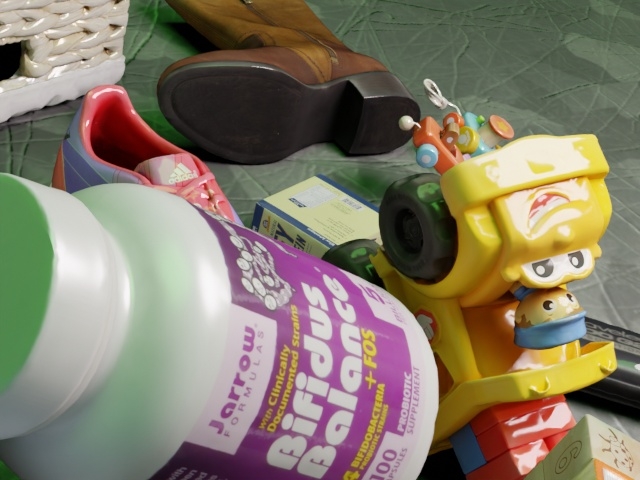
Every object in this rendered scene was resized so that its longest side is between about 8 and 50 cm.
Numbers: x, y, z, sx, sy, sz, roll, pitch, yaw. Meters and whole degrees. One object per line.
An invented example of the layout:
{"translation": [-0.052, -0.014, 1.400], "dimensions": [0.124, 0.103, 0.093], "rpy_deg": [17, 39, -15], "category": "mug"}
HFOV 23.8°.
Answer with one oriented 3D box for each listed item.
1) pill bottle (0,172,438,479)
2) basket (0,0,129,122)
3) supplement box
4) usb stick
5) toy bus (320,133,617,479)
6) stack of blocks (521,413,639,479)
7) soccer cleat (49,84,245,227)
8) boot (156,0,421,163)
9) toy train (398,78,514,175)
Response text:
{"translation": [-0.079, 0.066, 0.829], "dimensions": [0.301, 0.169, 0.169], "rpy_deg": [24, 15, -49], "category": "pill bottle"}
{"translation": [-0.361, -0.281, 1.266], "dimensions": [0.331, 0.266, 0.328], "rpy_deg": [36, 36, 27], "category": "basket"}
{"translation": [0.000, 0.000, 1.185], "dimensions": [0.083, 0.056, 0.083], "rpy_deg": [31, 35, 26], "category": "supplement box"}
{"translation": [0.184, 0.081, 1.144], "dimensions": [0.278, 0.045, 0.077], "rpy_deg": [16, 24, 3], "category": "usb stick"}
{"translation": [0.116, 0.064, 0.986], "dimensions": [0.149, 0.220, 0.211], "rpy_deg": [-11, 68, -31], "category": "toy bus"}
{"translation": [0.191, 0.245, 0.792], "dimensions": [0.171, 0.087, 0.297], "rpy_deg": [31, 29, -13], "category": "stack of blocks"}
{"translation": [-0.093, 0.008, 1.076], "dimensions": [0.109, 0.116, 0.318], "rpy_deg": [-12, 40, -37], "category": "soccer cleat"}
{"translation": [-0.076, -0.184, 1.412], "dimensions": [0.264, 0.096, 0.280], "rpy_deg": [-7, 36, -30], "category": "boot"}
{"translation": [0.128, -0.092, 1.339], "dimensions": [0.125, 0.046, 0.166], "rpy_deg": [48, 24, -16], "category": "toy train"}
